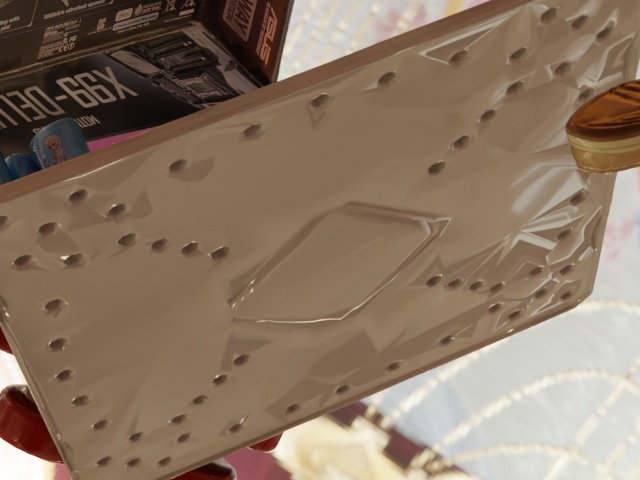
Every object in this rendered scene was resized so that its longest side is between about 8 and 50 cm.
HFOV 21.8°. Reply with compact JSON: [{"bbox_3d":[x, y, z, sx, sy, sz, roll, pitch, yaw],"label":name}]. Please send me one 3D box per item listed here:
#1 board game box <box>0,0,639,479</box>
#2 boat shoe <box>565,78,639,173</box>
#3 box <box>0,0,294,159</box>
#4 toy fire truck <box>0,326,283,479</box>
[{"bbox_3d":[0.000,0.000,1.015,0.390,0.390,0.050,-22,-120,-10],"label":"board game box"},{"bbox_3d":[0.152,-0.041,0.646,0.135,0.045,0.050,-16,-155,-30],"label":"boat shoe"},{"bbox_3d":[-0.151,-0.171,1.001,0.076,0.307,0.242,45,-135,-43],"label":"box"},{"bbox_3d":[-0.168,0.110,1.540,0.302,0.169,0.254,21,-173,-8],"label":"toy fire truck"}]
